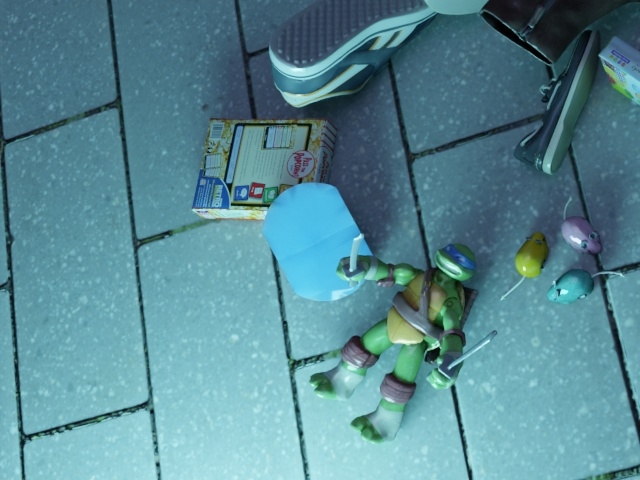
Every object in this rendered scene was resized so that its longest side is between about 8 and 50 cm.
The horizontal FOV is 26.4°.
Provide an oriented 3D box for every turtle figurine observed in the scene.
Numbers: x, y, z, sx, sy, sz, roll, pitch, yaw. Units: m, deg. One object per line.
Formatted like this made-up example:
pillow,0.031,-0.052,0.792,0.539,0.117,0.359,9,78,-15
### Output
turtle figurine,0.083,0.119,1.720,0.197,0.275,0.266,29,110,-1

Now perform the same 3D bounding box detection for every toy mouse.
toy mouse,0.323,0.023,1.763,0.143,0.031,0.161,20,80,28

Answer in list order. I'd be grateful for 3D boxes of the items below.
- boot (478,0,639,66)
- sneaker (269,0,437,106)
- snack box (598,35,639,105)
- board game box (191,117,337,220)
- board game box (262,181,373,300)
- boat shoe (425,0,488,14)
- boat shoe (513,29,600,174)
boot,0.351,-0.308,1.785,0.248,0.090,0.207,32,77,-4
sneaker,0.061,-0.306,1.956,0.321,0.127,0.126,-31,66,-17
snack box,0.430,-0.195,1.755,0.141,0.100,0.037,41,91,29
board game box,-0.082,-0.103,1.979,0.193,0.045,0.147,3,73,25
board game box,0.000,0.000,1.895,0.133,0.033,0.169,-28,91,26
boat shoe,0.275,-0.449,1.904,0.340,0.127,0.158,-25,57,-1
boat shoe,0.317,-0.192,1.819,0.065,0.075,0.206,19,85,25
